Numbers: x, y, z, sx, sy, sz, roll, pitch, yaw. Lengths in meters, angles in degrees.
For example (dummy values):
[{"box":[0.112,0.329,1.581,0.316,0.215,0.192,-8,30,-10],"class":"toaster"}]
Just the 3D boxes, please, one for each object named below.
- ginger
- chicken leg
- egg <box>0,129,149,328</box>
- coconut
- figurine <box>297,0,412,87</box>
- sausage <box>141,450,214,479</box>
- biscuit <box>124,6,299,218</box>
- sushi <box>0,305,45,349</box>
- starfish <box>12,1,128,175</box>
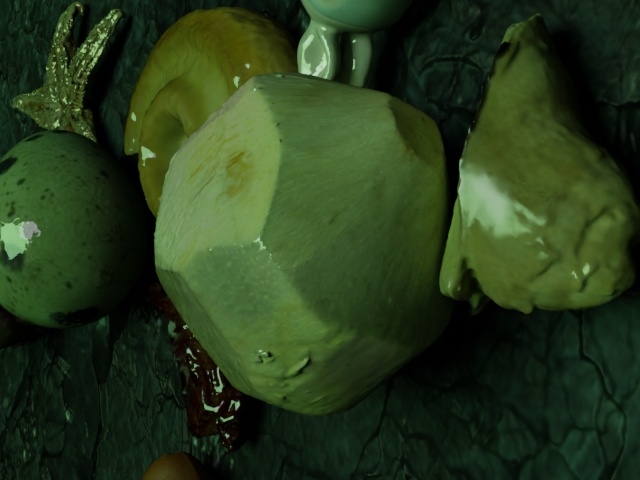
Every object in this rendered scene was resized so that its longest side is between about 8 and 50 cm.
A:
[{"box":[0.141,-0.047,0.615,0.122,0.115,0.193,7,84,31],"class":"ginger"},{"box":[-0.114,0.104,0.950,0.089,0.048,0.219,-53,48,31],"class":"chicken leg"},{"box":[-0.268,-0.018,1.059,0.177,0.177,0.228,-45,46,40],"class":"egg"},{"box":[0.000,0.000,0.686,0.237,0.197,0.237,-43,31,34],"class":"coconut"},{"box":[0.039,-0.219,0.736,0.155,0.127,0.236,0,92,43],"class":"figurine"},{"box":[-0.102,0.276,0.894,0.076,0.076,0.197,-58,45,31],"class":"sausage"},{"box":[-0.091,-0.099,0.908,0.274,0.091,0.213,52,128,44],"class":"biscuit"},{"box":[-0.412,0.028,1.238,0.270,0.170,0.237,-28,66,49],"class":"sushi"},{"box":[-0.288,-0.173,1.204,0.295,0.048,0.231,39,116,46],"class":"starfish"}]
